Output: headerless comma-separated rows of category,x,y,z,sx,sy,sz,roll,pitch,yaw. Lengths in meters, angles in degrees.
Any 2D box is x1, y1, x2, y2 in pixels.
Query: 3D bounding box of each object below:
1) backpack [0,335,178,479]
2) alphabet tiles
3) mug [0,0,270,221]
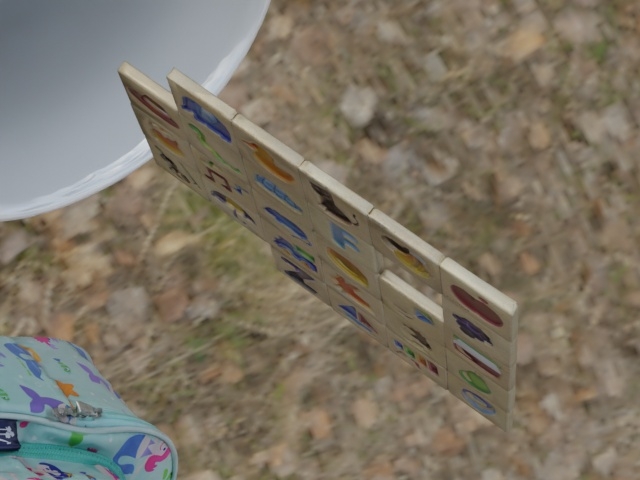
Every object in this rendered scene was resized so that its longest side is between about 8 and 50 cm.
backpack,-0.202,0.166,1.068,0.191,0.225,0.253,39,17,27
alphabet tiles,0.000,0.000,0.924,0.237,0.198,0.009,36,76,16
mug,-0.190,-0.248,1.139,0.374,0.276,0.328,-38,62,-8
